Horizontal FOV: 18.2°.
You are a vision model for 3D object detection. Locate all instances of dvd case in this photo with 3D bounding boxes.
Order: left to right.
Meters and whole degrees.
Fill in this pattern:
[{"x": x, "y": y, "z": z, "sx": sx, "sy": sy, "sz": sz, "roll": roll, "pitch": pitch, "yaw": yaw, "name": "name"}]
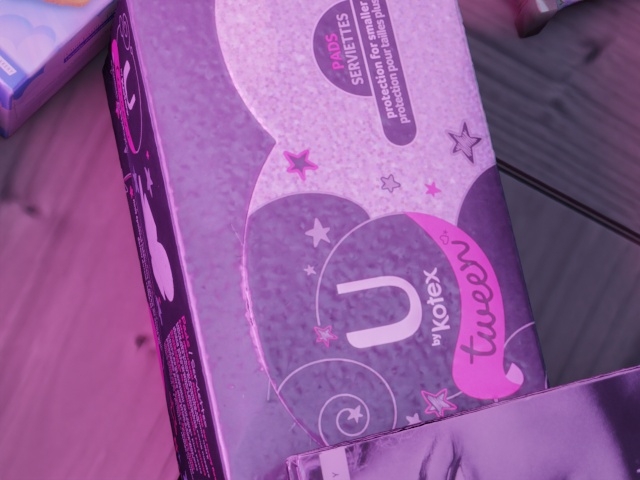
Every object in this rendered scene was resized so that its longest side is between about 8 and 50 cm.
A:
[{"x": 0.097, "y": 0.149, "z": 0.867, "sx": 0.221, "sy": 0.018, "sz": 0.164, "roll": -11, "pitch": 93, "yaw": -28, "name": "dvd case"}]

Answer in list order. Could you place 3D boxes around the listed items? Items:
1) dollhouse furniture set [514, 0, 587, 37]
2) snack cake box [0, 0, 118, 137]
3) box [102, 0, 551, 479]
[{"x": 0.130, "y": -0.231, "z": 1.016, "sx": 0.303, "sy": 0.174, "sz": 0.355, "roll": -18, "pitch": 81, "yaw": -13, "name": "dollhouse furniture set"}, {"x": -0.195, "y": -0.200, "z": 0.993, "sx": 0.264, "sy": 0.089, "sz": 0.152, "roll": 43, "pitch": 75, "yaw": 1, "name": "snack cake box"}, {"x": 0.000, "y": 0.000, "z": 0.955, "sx": 0.163, "sy": 0.142, "sz": 0.247, "roll": -10, "pitch": 80, "yaw": -12, "name": "box"}]
